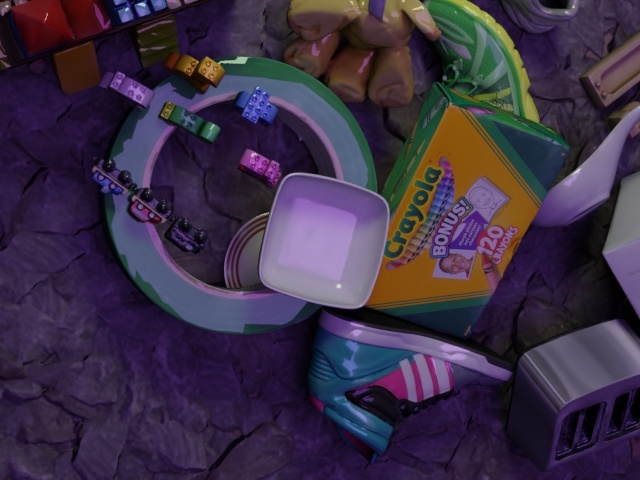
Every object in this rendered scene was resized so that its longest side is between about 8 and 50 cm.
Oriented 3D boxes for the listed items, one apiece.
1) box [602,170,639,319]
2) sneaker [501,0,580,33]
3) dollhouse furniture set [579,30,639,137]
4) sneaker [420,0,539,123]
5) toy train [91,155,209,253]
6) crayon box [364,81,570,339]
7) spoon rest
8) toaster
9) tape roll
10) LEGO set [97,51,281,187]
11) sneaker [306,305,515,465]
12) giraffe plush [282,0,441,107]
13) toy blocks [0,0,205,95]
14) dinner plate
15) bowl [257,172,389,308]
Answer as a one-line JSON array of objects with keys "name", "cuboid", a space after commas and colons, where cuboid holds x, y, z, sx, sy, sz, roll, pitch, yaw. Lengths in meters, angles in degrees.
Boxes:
[{"name": "box", "cuboid": [0.531, 0.075, 1.505, 0.345, 0.168, 0.215, 57, 32, -15]}, {"name": "sneaker", "cuboid": [0.237, -0.350, 1.438, 0.232, 0.115, 0.090, 31, 84, -19]}, {"name": "dollhouse furniture set", "cuboid": [0.460, -0.194, 1.527, 0.144, 0.123, 0.151, -37, 106, -13]}, {"name": "sneaker", "cuboid": [0.194, -0.170, 1.443, 0.123, 0.109, 0.296, -32, 105, -18]}, {"name": "toy train", "cuboid": [-0.192, -0.037, 1.277, 0.158, 0.027, 0.036, 39, 92, -15]}, {"name": "crayon box", "cuboid": [0.159, -0.032, 1.403, 0.165, 0.081, 0.278, 18, 112, -17]}, {"name": "spoon rest", "cuboid": [0.373, -0.103, 1.477, 0.276, 0.137, 0.084, -30, 80, 2]}, {"name": "toaster", "cuboid": [0.339, 0.193, 1.491, 0.168, 0.110, 0.186, -17, 134, -18]}, {"name": "tape roll", "cuboid": [-0.096, -0.053, 1.357, 0.321, 0.077, 0.321, -1, 92, -16]}, {"name": "LEGO set", "cuboid": [-0.119, -0.150, 1.258, 0.227, 0.093, 0.087, 29, 83, -15]}, {"name": "sneaker", "cuboid": [0.101, 0.192, 1.439, 0.295, 0.124, 0.178, 16, 99, -31]}, {"name": "giraffe plush", "cuboid": [0.066, -0.286, 1.374, 0.181, 0.210, 0.171, 26, 52, -7]}, {"name": "toy blocks", "cuboid": [-0.198, -0.278, 1.214, 0.381, 0.261, 0.191, -23, 102, -17]}, {"name": "dinner plate", "cuboid": [-0.051, 0.034, 1.421, 0.141, 0.017, 0.141, -1, 92, -18]}, {"name": "bowl", "cuboid": [0.000, 0.000, 1.320, 0.142, 0.053, 0.142, 15, 88, -16]}]
